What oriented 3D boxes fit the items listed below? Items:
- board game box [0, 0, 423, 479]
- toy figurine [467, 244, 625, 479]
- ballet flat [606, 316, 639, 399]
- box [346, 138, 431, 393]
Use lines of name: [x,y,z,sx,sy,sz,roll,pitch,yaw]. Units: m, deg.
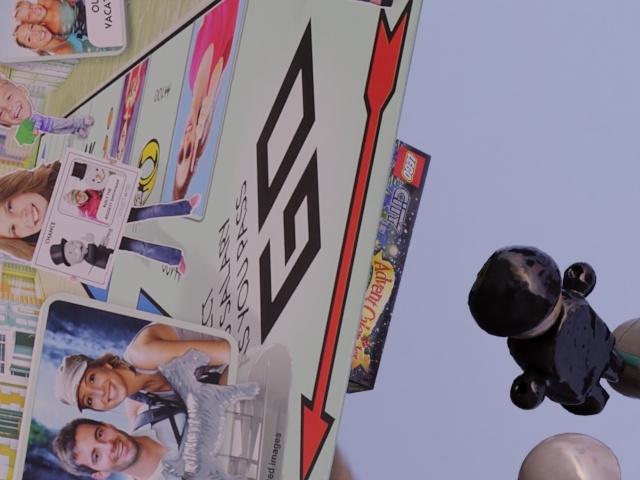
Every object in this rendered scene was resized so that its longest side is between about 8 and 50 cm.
board game box: [-0.081,-0.050,0.587,0.046,0.213,0.317,166,-66,-86]
toy figurine: [0.205,0.078,1.031,0.148,0.209,0.213,46,27,-45]
ballet flat: [0.289,0.090,1.192,0.068,0.213,0.072,-165,-100,-66]
box: [0.000,0.000,1.586,0.044,0.159,0.233,-19,-128,57]
